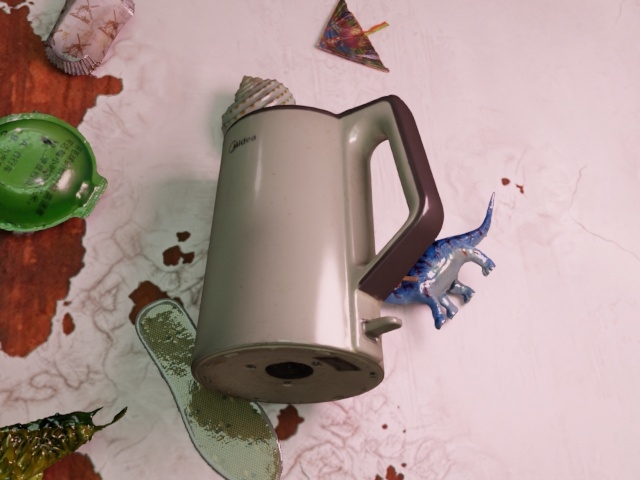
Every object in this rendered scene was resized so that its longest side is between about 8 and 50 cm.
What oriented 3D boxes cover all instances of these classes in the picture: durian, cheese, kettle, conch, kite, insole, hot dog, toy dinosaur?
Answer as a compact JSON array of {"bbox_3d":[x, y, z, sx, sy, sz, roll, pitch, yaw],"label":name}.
[{"bbox_3d":[-0.418,0.288,0.938,0.375,0.132,0.106,-12,55,-9],"label":"durian"},{"bbox_3d":[-0.483,-0.125,1.148,0.320,0.083,0.204,23,65,-1],"label":"cheese"},{"bbox_3d":[0.000,0.000,1.040,0.250,0.361,0.376,30,50,-42],"label":"kettle"},{"bbox_3d":[-0.099,-0.197,1.244,0.135,0.102,0.153,-25,71,-4],"label":"conch"},{"bbox_3d":[0.063,-0.379,1.406,0.159,0.010,0.190,-20,71,-20],"label":"kite"},{"bbox_3d":[-0.161,0.217,1.082,0.109,0.007,0.322,-29,73,-22],"label":"insole"},{"bbox_3d":[-0.395,-0.366,1.294,0.108,0.059,0.191,23,64,-1],"label":"hot dog"},{"bbox_3d":[0.189,0.058,1.183,0.329,0.076,0.144,-33,67,-11],"label":"toy dinosaur"}]

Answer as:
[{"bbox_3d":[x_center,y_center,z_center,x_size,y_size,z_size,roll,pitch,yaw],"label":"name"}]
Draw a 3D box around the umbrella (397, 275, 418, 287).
[{"bbox_3d":[0.070,0.054,1.159,0.165,0.025,0.027,6,87,23],"label":"umbrella"}]
